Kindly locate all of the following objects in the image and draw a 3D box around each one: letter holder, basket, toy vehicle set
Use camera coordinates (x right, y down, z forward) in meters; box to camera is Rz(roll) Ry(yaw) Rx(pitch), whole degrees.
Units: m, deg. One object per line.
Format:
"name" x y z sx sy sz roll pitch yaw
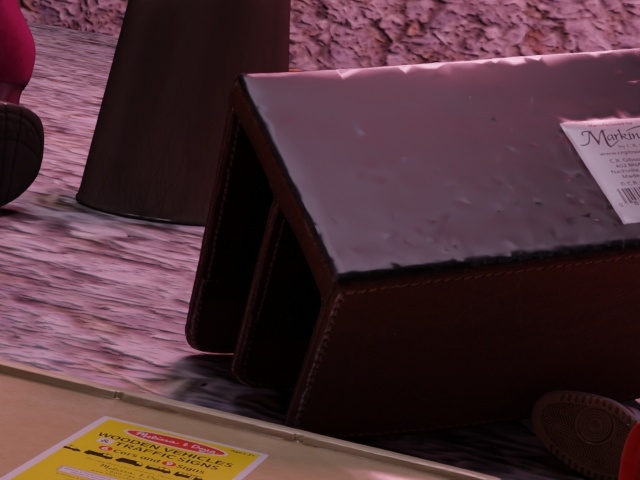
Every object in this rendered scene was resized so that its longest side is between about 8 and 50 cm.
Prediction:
"letter holder" 0.097 0.028 0.891 0.302 0.214 0.152 -6 47 -23
"basket" -0.102 -0.139 1.396 0.204 0.226 0.154 -1 14 -45
"toy vehicle set" -0.072 0.102 0.639 0.267 0.035 0.166 12 11 15

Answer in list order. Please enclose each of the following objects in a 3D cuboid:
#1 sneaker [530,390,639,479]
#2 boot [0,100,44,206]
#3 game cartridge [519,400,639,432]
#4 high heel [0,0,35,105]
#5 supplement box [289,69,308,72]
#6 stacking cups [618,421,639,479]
"sneaker" 0.167 0.100 0.838 0.118 0.042 0.067 18 15 7
"boot" -0.339 -0.075 1.220 0.179 0.085 0.236 14 17 26
"game cartridge" 0.150 0.098 0.910 0.083 0.017 0.056 5 15 -18
"high heel" -0.340 -0.186 1.574 0.127 0.181 0.377 4 11 -24
"supplement box" 0.031 -0.117 1.733 0.188 0.104 0.081 13 12 24
"stacking cups" 0.291 0.127 0.718 0.316 0.096 0.096 3 11 -3
